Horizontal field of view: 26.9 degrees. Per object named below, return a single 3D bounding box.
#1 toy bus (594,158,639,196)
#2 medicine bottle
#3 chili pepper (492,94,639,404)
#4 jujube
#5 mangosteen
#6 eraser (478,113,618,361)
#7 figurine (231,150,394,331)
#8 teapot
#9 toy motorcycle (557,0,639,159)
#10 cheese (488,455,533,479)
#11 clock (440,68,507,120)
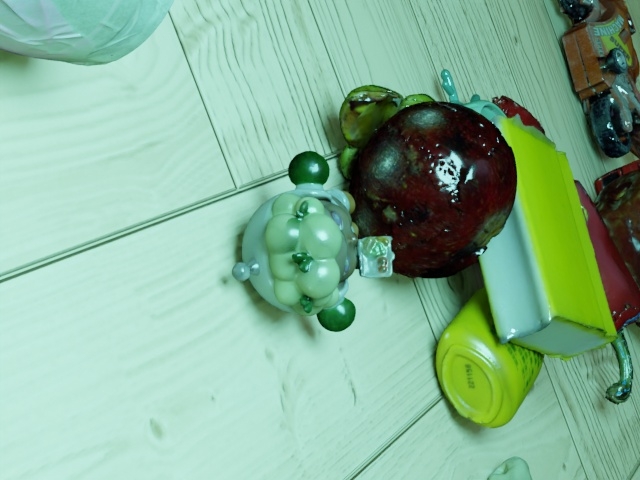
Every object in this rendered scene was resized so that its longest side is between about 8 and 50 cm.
[{"bbox_3d":[0.471,-0.066,1.937,0.195,0.089,0.081,3,71,-59],"label":"toy bus"},{"bbox_3d":[0.198,0.086,1.378,0.309,0.076,0.111,-39,109,-60],"label":"medicine bottle"},{"bbox_3d":[0.289,0.006,1.568,0.387,0.110,0.110,62,29,-8],"label":"chili pepper"},{"bbox_3d":[0.454,0.029,1.777,0.243,0.183,0.183,50,33,-17],"label":"jujube"},{"bbox_3d":[0.090,-0.058,1.207,0.180,0.166,0.166,53,21,25],"label":"mangosteen"},{"bbox_3d":[0.212,-0.001,1.317,0.158,0.069,0.226,18,55,-50],"label":"eraser"},{"bbox_3d":[0.001,0.000,1.066,0.197,0.094,0.147,-31,112,-62],"label":"figurine"},{"bbox_3d":[-0.190,-0.220,0.796,0.178,0.163,0.221,1,73,-53],"label":"teapot"},{"bbox_3d":[0.417,-0.259,1.958,0.171,0.089,0.298,6,67,-58],"label":"toy motorcycle"},{"bbox_3d":[0.221,0.303,1.320,0.194,0.043,0.065,64,30,-12],"label":"cheese"},{"bbox_3d":[0.171,-0.084,1.448,0.159,0.066,0.210,26,50,-54],"label":"clock"}]
